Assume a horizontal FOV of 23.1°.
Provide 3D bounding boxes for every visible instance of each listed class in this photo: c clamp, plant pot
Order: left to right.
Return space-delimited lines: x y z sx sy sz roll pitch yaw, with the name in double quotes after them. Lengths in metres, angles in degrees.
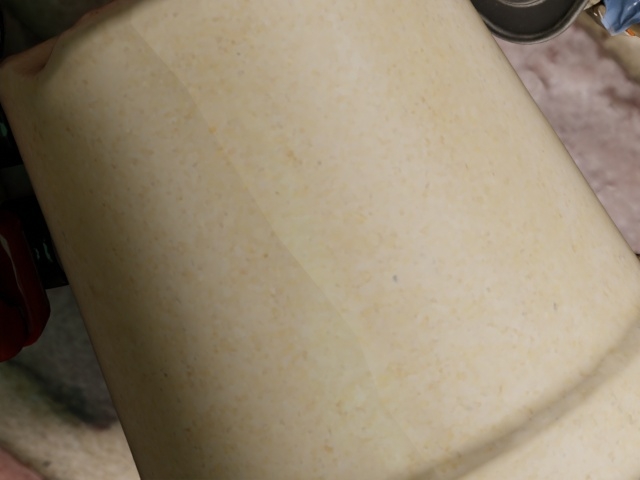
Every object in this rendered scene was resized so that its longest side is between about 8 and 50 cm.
0.000 0.000 0.792 0.333 0.334 0.305 -25 100 13 "plant pot"
0.104 -0.178 0.817 0.160 0.022 0.137 34 121 11 "c clamp"

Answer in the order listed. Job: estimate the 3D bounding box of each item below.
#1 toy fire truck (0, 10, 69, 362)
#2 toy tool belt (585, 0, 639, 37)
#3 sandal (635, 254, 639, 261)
-0.207 -0.017 0.804 0.158 0.246 0.217 -11 113 7 "toy fire truck"
0.155 -0.143 0.841 0.052 0.051 0.083 -35 108 16 "toy tool belt"
0.268 0.084 0.924 0.240 0.079 0.088 20 114 -7 "sandal"
